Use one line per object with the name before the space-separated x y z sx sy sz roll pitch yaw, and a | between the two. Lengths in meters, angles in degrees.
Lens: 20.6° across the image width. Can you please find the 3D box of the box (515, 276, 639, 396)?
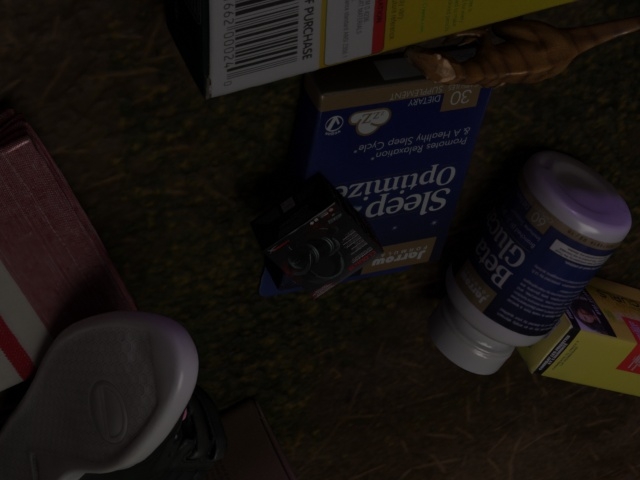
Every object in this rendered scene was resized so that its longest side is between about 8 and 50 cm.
box | 0.248 0.081 1.487 0.232 0.087 0.058 16 123 -42

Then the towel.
towel | -0.300 0.057 1.152 0.329 0.037 0.237 -25 144 -3

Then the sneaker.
sneaker | -0.121 0.117 1.246 0.147 0.104 0.296 -11 159 -35

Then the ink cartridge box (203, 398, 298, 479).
ink cartridge box | -0.084 0.270 1.365 0.193 0.234 0.088 -26 142 -4

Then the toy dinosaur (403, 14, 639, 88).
toy dinosaur | 0.147 -0.125 1.147 0.211 0.112 0.064 -18 110 -20

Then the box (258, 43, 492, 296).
box | 0.037 -0.037 1.262 0.136 0.036 0.225 -11 140 -23

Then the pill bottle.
pill bottle | 0.155 0.022 1.353 0.094 0.094 0.169 8 128 -38

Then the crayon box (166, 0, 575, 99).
crayon box | 0.066 -0.215 1.041 0.319 0.081 0.202 -16 140 -17

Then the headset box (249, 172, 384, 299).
headset box | 0.000 0.000 1.222 0.062 0.032 0.083 -34 138 10
